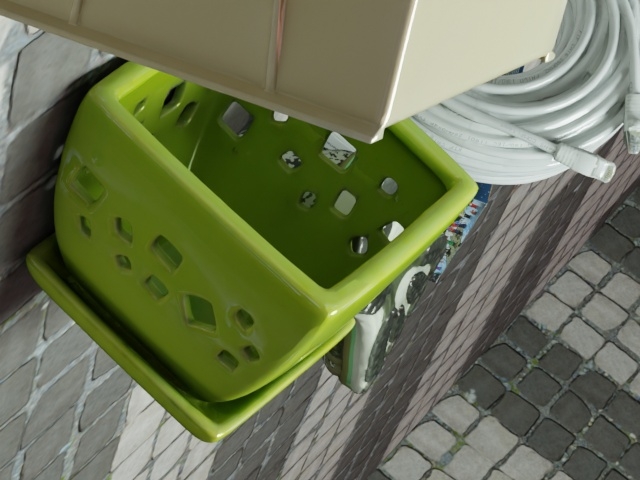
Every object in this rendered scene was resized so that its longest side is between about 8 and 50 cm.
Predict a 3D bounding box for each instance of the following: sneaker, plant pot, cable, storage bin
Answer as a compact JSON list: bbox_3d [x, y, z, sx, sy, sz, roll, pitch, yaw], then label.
[{"bbox_3d":[0.000,0.000,1.639,0.158,0.182,0.410,-57,166,-18],"label":"sneaker"},{"bbox_3d":[-0.062,-0.006,1.344,0.228,0.227,0.207,-38,167,-49],"label":"plant pot"},{"bbox_3d":[0.146,-0.172,1.528,0.089,0.257,0.257,104,0,-69],"label":"cable"},{"bbox_3d":[-0.015,-0.169,1.000,0.262,0.260,0.123,-30,136,-60],"label":"storage bin"}]

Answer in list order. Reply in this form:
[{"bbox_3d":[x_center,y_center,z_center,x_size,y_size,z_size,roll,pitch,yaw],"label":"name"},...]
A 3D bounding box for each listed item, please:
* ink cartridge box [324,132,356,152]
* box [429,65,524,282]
[{"bbox_3d":[0.027,-0.041,1.816,0.154,0.093,0.212,-37,162,-50],"label":"ink cartridge box"},{"bbox_3d":[0.155,-0.091,2.009,0.159,0.044,0.233,119,-8,-53],"label":"box"}]
